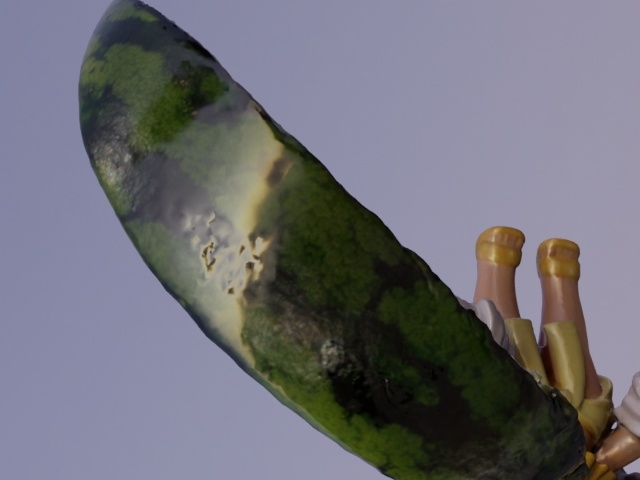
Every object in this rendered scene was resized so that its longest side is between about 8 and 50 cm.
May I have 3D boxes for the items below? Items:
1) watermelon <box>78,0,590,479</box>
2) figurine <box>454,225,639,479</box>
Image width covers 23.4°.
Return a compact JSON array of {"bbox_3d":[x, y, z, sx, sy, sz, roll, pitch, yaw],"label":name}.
[{"bbox_3d":[-0.003,0.004,0.524,0.063,0.245,0.119,-48,-8,9],"label":"watermelon"},{"bbox_3d":[0.106,0.105,0.747,0.116,0.174,0.240,135,143,-67],"label":"figurine"}]
